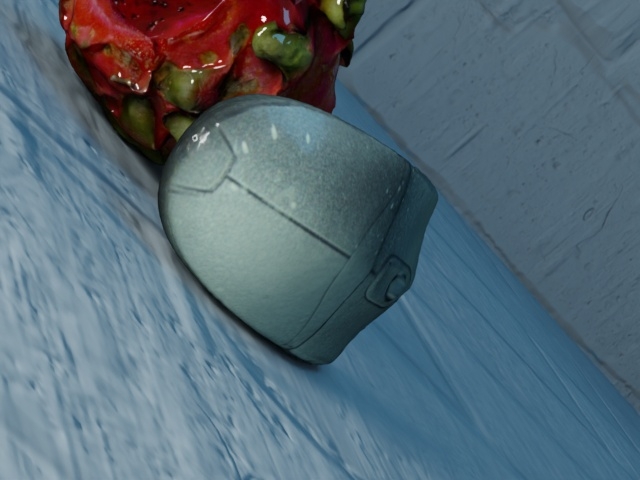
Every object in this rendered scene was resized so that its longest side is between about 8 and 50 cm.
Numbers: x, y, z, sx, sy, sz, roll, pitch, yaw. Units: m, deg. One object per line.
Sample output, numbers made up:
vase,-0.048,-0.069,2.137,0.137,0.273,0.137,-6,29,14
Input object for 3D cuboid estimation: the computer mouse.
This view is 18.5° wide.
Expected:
computer mouse,0.003,0.002,0.956,0.068,0.113,0.229,36,2,33

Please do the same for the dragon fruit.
dragon fruit,-0.046,-0.101,1.025,0.167,0.160,0.172,7,-15,21
